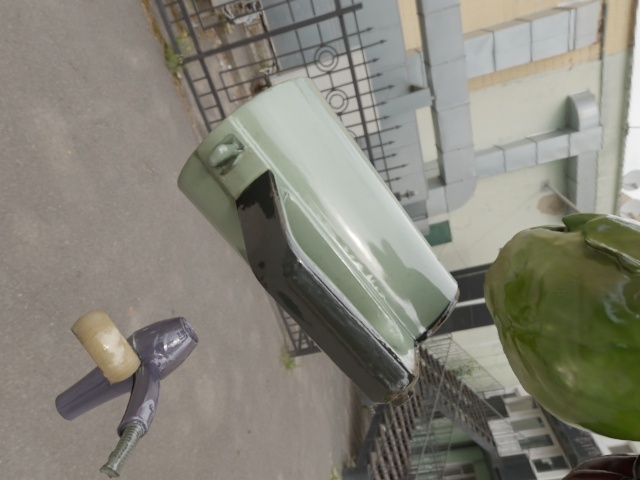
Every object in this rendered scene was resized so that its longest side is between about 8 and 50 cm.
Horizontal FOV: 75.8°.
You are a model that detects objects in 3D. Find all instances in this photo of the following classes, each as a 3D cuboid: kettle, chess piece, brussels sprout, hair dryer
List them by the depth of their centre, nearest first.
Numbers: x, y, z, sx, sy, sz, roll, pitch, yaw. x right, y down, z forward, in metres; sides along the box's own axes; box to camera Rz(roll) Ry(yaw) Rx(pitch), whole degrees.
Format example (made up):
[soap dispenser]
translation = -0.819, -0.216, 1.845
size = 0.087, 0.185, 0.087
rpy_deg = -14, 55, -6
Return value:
[brussels sprout]
translation = 0.309, 0.086, 0.444
size = 0.244, 0.243, 0.244
rpy_deg = -13, 90, -82
[chess piece]
translation = -0.232, 0.114, 0.445
size = 0.083, 0.038, 0.084
rpy_deg = 34, -38, 32
[kettle]
translation = 0.000, 0.000, 0.560
size = 0.377, 0.250, 0.361
rpy_deg = 51, 11, -2
[hair dryer]
translation = -0.377, 0.303, 0.771
size = 0.121, 0.301, 0.361
rpy_deg = 61, -8, -20

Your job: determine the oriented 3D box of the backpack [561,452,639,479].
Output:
[backpack]
translation = 0.314, 0.298, 0.367
size = 0.138, 0.229, 0.229
rpy_deg = 23, 40, -26
